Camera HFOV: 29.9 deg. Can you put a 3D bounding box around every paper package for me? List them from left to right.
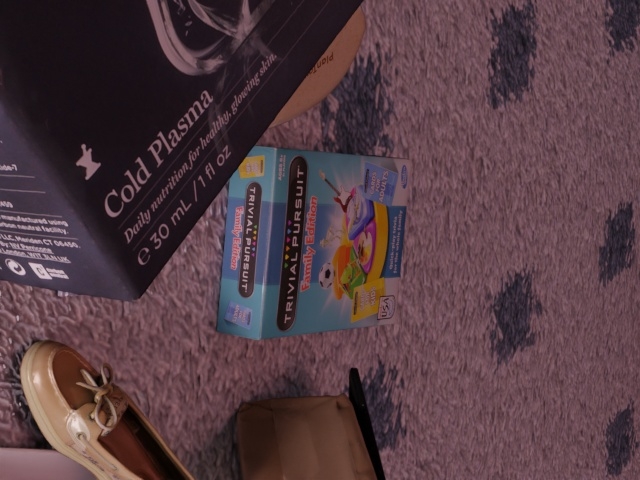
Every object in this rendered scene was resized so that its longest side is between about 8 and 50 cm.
[{"bbox_3d":[-0.005,0.414,1.574,0.309,0.168,0.325,-111,-166,-70],"label":"paper package"}]

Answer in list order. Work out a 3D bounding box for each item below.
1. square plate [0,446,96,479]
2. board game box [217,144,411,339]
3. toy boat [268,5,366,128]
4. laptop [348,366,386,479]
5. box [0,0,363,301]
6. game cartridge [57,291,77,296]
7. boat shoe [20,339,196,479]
[{"bbox_3d":[-0.293,0.408,1.342,0.344,0.049,0.347,15,70,-54],"label":"square plate"},{"bbox_3d":[0.000,0.000,1.696,0.336,0.079,0.254,-1,98,-54],"label":"board game box"},{"bbox_3d":[-0.052,-0.308,1.513,0.267,0.148,0.318,-36,141,-41],"label":"toy boat"},{"bbox_3d":[0.192,0.435,1.677,0.408,0.236,0.382,-104,-172,-48],"label":"laptop"},{"bbox_3d":[-0.246,-0.283,1.122,0.480,0.297,0.472,-57,136,-31],"label":"box"},{"bbox_3d":[-0.269,0.035,1.384,0.083,0.017,0.056,-1,101,-54],"label":"game cartridge"},{"bbox_3d":[-0.229,0.220,1.363,0.285,0.089,0.105,55,33,-24],"label":"boat shoe"}]
